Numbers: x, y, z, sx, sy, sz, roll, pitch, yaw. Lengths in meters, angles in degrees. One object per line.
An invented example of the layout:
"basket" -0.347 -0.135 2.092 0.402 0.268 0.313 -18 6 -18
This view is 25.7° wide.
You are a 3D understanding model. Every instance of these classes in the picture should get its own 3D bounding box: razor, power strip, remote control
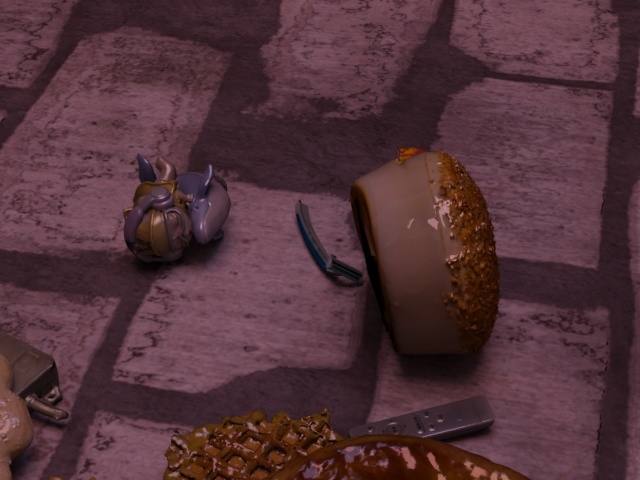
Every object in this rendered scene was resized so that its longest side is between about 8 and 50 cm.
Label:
"razor" -0.002 0.003 2.074 0.068 0.037 0.191 28 17 -37
"power strip" -0.440 0.167 1.855 0.288 0.053 0.093 22 44 26
"remote control" 0.129 0.240 1.784 0.184 0.027 0.050 -12 38 -8

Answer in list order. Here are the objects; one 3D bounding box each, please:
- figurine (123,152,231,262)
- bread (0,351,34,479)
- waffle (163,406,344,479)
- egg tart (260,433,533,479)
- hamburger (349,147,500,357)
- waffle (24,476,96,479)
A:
"figurine" -0.220 -0.047 2.075 0.184 0.128 0.208 -27 37 -26
"bread" -0.505 0.242 1.717 0.316 0.054 0.316 -1 50 1
"waffle" -0.063 0.299 1.687 0.245 0.052 0.254 -11 41 -16
"egg tart" 0.089 0.384 1.456 0.443 0.178 0.443 3 31 -2
"hamburger" 0.149 0.015 1.870 0.179 0.276 0.294 -14 44 0
"waffle" -0.305 0.355 1.608 0.160 0.055 0.211 -20 45 -24
